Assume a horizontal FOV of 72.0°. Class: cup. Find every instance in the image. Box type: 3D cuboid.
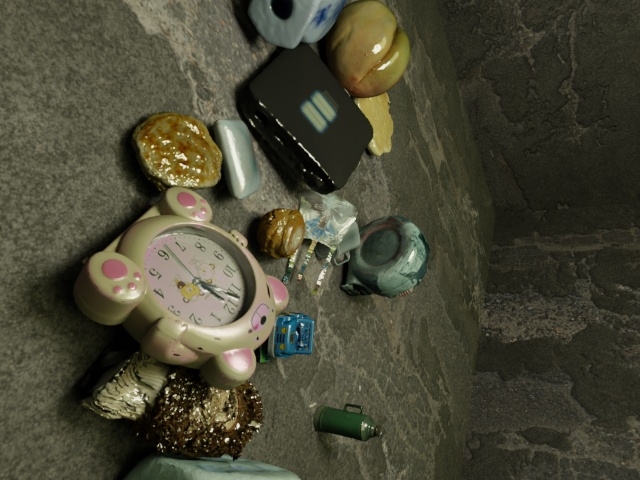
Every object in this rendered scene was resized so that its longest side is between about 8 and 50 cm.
[{"bbox_3d":[0.051,0.010,1.320,0.129,0.095,0.128,-27,111,-52],"label":"cup"}]

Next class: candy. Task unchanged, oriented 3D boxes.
[{"bbox_3d":[-0.183,-0.185,0.985,0.138,0.071,0.174,-60,138,-73],"label":"candy"}]

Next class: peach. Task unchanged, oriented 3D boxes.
[{"bbox_3d":[0.145,-0.597,1.398,0.292,0.248,0.291,-21,123,-36],"label":"peach"}]

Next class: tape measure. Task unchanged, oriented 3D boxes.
[{"bbox_3d":[0.211,0.053,1.410,0.147,0.275,0.256,43,48,-42],"label":"tape measure"}]

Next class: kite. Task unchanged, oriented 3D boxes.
[{"bbox_3d":[0.000,-0.001,1.214,0.015,0.170,0.309,120,-15,-67],"label":"kite"}]

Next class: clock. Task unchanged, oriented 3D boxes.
[{"bbox_3d":[-0.213,0.082,0.759,0.309,0.114,0.284,40,37,-11],"label":"clock"}]

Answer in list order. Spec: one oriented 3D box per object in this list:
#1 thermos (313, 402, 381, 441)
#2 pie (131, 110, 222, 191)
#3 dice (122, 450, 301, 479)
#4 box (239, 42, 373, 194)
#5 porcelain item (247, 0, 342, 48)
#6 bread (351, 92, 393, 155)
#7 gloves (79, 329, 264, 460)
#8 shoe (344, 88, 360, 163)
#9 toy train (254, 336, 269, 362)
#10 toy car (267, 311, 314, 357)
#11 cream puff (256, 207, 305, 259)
[{"bbox_3d":[0.080,0.505,1.219,0.073,0.188,0.083,59,43,-36],"label":"thermos"},{"bbox_3d":[-0.273,-0.168,0.853,0.194,0.079,0.163,-8,88,-54],"label":"pie"},{"bbox_3d":[-0.187,0.513,0.739,0.268,0.265,0.262,39,55,-48],"label":"dice"},{"bbox_3d":[-0.020,-0.335,1.184,0.359,0.091,0.350,46,47,-22],"label":"box"},{"bbox_3d":[-0.024,-0.653,1.141,0.179,0.242,0.405,35,43,-8],"label":"porcelain item"},{"bbox_3d":[0.195,-0.461,1.629,0.316,0.054,0.315,12,76,-57],"label":"bread"},{"bbox_3d":[-0.241,0.274,0.780,0.312,0.135,0.210,42,12,-17],"label":"gloves"},{"bbox_3d":[0.076,-0.347,1.413,0.110,0.095,0.264,-1,83,-76],"label":"shoe"},{"bbox_3d":[-0.143,0.179,1.043,0.042,0.044,0.208,11,78,-56],"label":"toy train"},{"bbox_3d":[-0.062,0.230,1.079,0.191,0.100,0.097,24,70,-76],"label":"toy car"},{"bbox_3d":[-0.100,-0.021,1.072,0.144,0.103,0.126,-33,138,-70],"label":"cream puff"}]
